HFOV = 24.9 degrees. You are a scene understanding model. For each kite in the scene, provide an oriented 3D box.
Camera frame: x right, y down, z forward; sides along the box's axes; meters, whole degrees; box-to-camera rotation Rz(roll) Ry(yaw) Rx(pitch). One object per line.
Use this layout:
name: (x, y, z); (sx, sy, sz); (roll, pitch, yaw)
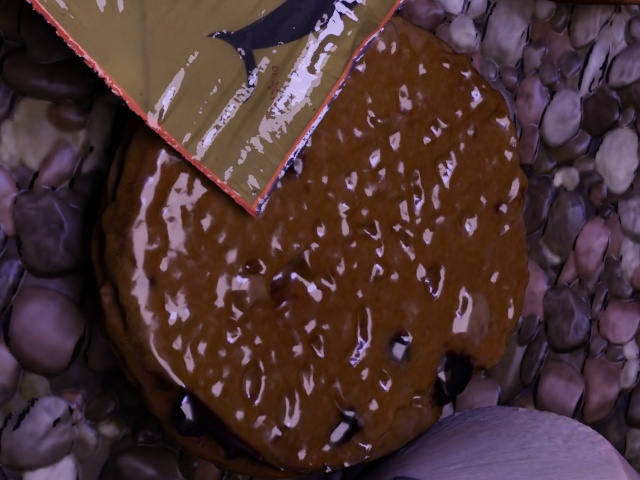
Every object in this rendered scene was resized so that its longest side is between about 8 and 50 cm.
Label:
kite: (-0.063, -0.197, 0.730); (0.327, 0.013, 0.378); (-5, 101, -35)

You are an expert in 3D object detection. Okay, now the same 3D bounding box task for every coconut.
coconut: (0.109, 0.218, 0.864); (0.244, 0.239, 0.239); (39, 75, -33)

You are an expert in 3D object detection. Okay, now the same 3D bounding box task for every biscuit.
biscuit: (-0.001, 0.000, 0.846); (0.296, 0.075, 0.296); (-4, 98, -35)

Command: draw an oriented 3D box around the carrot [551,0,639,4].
carrot: (0.174, -0.291, 0.908); (0.258, 0.100, 0.307); (-41, 130, -28)
